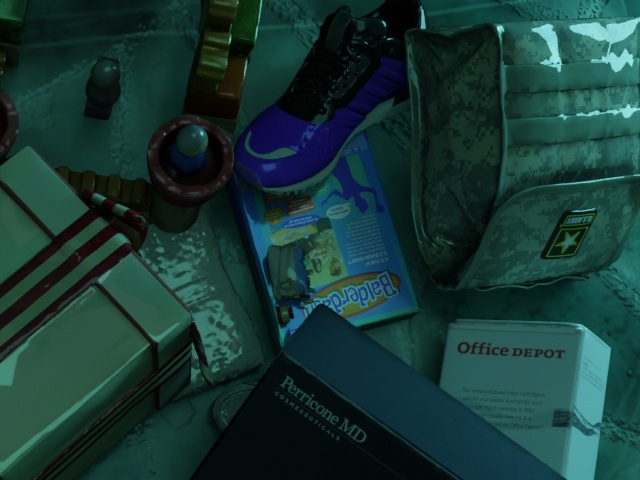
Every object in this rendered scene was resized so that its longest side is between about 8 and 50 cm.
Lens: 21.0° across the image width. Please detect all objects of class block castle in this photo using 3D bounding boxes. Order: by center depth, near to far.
[{"bbox_3d":[-0.212,-0.250,1.754,0.303,0.213,0.453,10,68,-9],"label":"block castle"}]

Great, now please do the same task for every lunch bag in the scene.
[{"bbox_3d":[0.223,-0.088,1.815,0.235,0.169,0.287,-7,97,-37],"label":"lunch bag"}]

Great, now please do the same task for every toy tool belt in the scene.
[{"bbox_3d":[-0.025,0.042,1.777,0.051,0.052,0.083,-9,79,-3],"label":"toy tool belt"}]

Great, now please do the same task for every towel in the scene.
[{"bbox_3d":[-0.213,0.097,1.778,0.282,0.049,0.187,-21,83,-17],"label":"towel"}]

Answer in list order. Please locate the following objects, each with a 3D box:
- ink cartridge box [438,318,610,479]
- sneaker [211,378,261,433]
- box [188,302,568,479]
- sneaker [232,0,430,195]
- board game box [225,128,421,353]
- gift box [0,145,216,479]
[{"bbox_3d":[0.201,0.197,1.778,0.158,0.092,0.218,1,74,30],"label":"ink cartridge box"},{"bbox_3d":[-0.002,0.180,1.760,0.225,0.093,0.088,5,74,12],"label":"sneaker"},{"bbox_3d":[0.036,0.295,1.630,0.343,0.179,0.312,36,108,2],"label":"box"},{"bbox_3d":[0.012,-0.170,1.804,0.102,0.146,0.293,31,52,27],"label":"sneaker"},{"bbox_3d":[0.000,0.000,1.844,0.160,0.047,0.210,-13,79,-14],"label":"board game box"},{"bbox_3d":[-0.249,0.101,1.615,0.258,0.255,0.276,-43,83,-17],"label":"gift box"}]
